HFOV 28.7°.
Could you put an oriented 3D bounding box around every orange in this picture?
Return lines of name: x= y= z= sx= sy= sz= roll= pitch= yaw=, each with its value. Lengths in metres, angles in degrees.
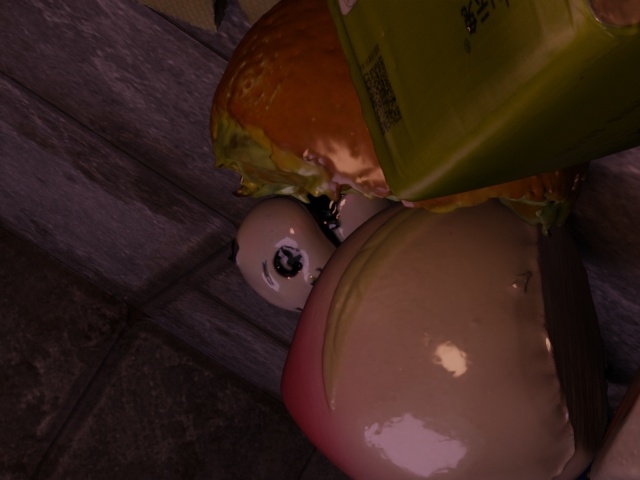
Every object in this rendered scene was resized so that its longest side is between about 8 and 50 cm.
orange: x=0.069 y=-0.089 z=0.911 sx=0.262 sy=0.196 sz=0.334 roll=21 pitch=177 yaw=17

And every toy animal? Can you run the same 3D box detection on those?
toy animal: x=0.000 y=0.000 z=1.356 sx=0.166 sy=0.179 sz=0.138 roll=52 pitch=168 yaw=-34

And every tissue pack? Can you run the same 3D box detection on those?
tissue pack: x=0.140 y=-0.139 z=0.611 sx=0.274 sy=0.200 sz=0.167 roll=141 pitch=112 yaw=-73

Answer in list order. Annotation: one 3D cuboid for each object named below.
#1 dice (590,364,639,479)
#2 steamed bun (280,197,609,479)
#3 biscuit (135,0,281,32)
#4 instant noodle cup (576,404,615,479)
dice: x=0.370 y=0.130 z=0.967 sx=0.243 sy=0.251 sz=0.259 roll=27 pitch=163 yaw=16
steamed bun: x=0.094 y=0.106 z=1.126 sx=0.309 sy=0.309 sz=0.309 roll=27 pitch=163 yaw=9
biscuit: x=-0.088 y=-0.222 z=1.073 sx=0.250 sy=0.046 sz=0.147 roll=23 pitch=163 yaw=21
instant noodle cup: x=0.176 y=0.172 z=1.425 sx=0.284 sy=0.284 sz=0.312 roll=16 pitch=150 yaw=39
